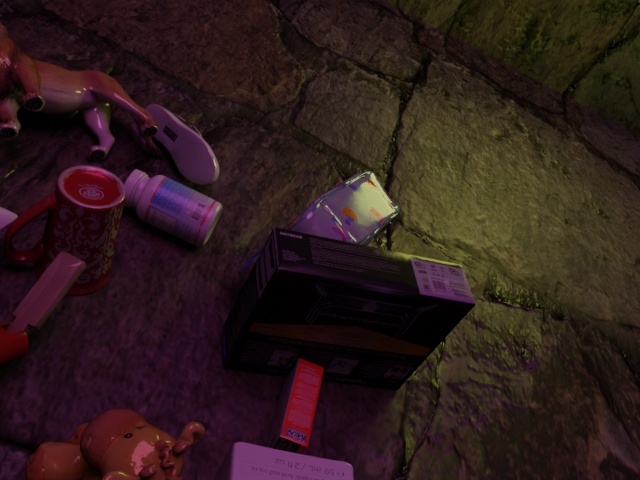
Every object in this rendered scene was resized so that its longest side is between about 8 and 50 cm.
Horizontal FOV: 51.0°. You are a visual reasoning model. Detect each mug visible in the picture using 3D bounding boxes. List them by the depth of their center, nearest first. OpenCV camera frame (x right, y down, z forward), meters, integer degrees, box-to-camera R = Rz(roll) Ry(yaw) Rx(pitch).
[{"bbox_3d":[-0.358,-0.011,0.966,0.113,0.169,0.150,43,39,17],"label":"mug"}]

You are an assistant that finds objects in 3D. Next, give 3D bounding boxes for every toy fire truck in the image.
[{"bbox_3d":[-0.447,0.079,0.842,0.217,0.158,0.246,40,27,16],"label":"toy fire truck"}]

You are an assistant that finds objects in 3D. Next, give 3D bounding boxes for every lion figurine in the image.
[{"bbox_3d":[-0.476,-0.275,1.211,0.392,0.142,0.240,19,33,-50],"label":"lion figurine"}]

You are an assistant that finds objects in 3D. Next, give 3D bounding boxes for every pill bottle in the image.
[{"bbox_3d":[-0.257,-0.058,1.153,0.160,0.087,0.087,26,37,-4],"label":"pill bottle"}]

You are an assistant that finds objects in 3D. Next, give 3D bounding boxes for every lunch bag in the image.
[{"bbox_3d":[0.000,0.000,1.138,0.108,0.224,0.279,52,36,1],"label":"lunch bag"}]

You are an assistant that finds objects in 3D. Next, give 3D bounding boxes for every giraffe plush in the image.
[{"bbox_3d":[-0.220,0.261,0.739,0.210,0.170,0.181,25,37,-4],"label":"giraffe plush"}]

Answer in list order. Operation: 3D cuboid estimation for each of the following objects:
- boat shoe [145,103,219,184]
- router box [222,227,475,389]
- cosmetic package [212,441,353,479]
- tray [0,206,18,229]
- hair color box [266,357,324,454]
[{"bbox_3d":[-0.258,-0.188,1.309,0.219,0.077,0.070,48,19,22],"label":"boat shoe"},{"bbox_3d":[0.034,0.115,1.007,0.309,0.243,0.081,12,44,-22],"label":"router box"},{"bbox_3d":[-0.055,0.354,0.752,0.151,0.151,0.183,15,40,-16],"label":"cosmetic package"},{"bbox_3d":[-0.568,-0.044,0.899,0.271,0.030,0.145,9,17,-3],"label":"tray"},{"bbox_3d":[-0.037,0.245,0.955,0.043,0.072,0.141,24,39,-6],"label":"hair color box"}]
